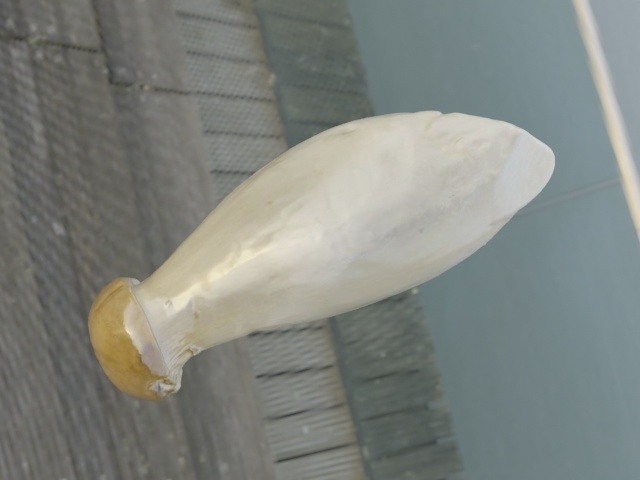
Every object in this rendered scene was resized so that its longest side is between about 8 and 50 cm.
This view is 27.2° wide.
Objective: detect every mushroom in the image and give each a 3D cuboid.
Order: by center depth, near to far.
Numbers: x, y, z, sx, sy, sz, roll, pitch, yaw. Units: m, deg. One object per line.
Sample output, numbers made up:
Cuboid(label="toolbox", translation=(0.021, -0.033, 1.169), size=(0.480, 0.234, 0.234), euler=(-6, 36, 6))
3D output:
Cuboid(label="mushroom", translation=(0.000, 0.000, 0.926), size=(0.128, 0.350, 0.128), euler=(61, -3, 6))
